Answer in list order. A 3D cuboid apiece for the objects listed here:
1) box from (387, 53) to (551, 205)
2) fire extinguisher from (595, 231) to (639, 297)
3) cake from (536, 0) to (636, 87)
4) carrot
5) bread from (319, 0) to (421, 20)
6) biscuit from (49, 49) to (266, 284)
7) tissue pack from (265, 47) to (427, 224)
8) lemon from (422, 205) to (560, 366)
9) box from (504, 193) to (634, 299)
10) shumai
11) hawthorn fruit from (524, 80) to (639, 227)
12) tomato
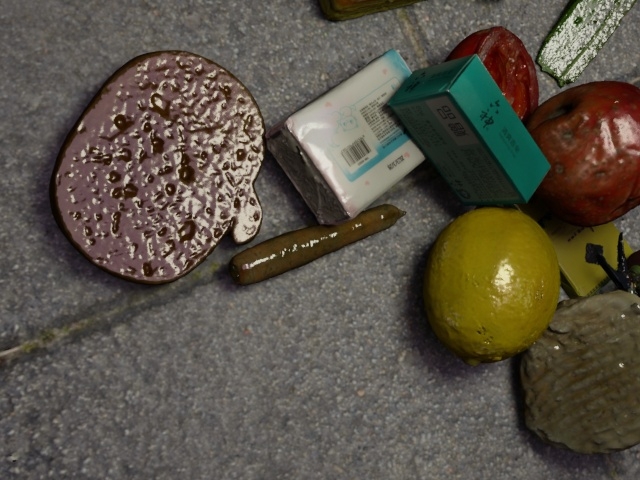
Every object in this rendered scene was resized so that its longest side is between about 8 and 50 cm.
[{"bbox_3d":[0.244,-0.173,1.285,0.245,0.153,0.092,48,65,-25],"label":"box"},{"bbox_3d":[0.657,0.038,1.475,0.343,0.102,0.138,-9,90,-24],"label":"fire extinguisher"},{"bbox_3d":[0.522,-0.422,1.535,0.100,0.099,0.235,36,76,-5],"label":"cake"},{"bbox_3d":[0.000,-0.001,1.354,0.342,0.070,0.070,-20,88,-23],"label":"carrot"},{"bbox_3d":[0.097,-0.513,1.428,0.234,0.110,0.184,-19,86,-16],"label":"bread"},{"bbox_3d":[-0.247,-0.112,1.300,0.350,0.070,0.394,39,74,-11],"label":"biscuit"},{"bbox_3d":[0.067,-0.176,1.345,0.271,0.124,0.201,-38,94,-27],"label":"tissue pack"},{"bbox_3d":[0.290,0.074,1.334,0.235,0.236,0.264,1,99,-15],"label":"lemon"},{"bbox_3d":[0.466,-0.035,1.491,0.153,0.041,0.279,-37,93,-18],"label":"box"},{"bbox_3d":[0.515,0.227,1.415,0.267,0.262,0.314,47,115,22],"label":"shumai"},{"bbox_3d":[0.483,-0.151,1.366,0.261,0.258,0.259,3,79,22],"label":"hawthorn fruit"},{"bbox_3d":[0.289,-0.277,1.432,0.233,0.139,0.201,24,79,-47],"label":"tomato"}]
